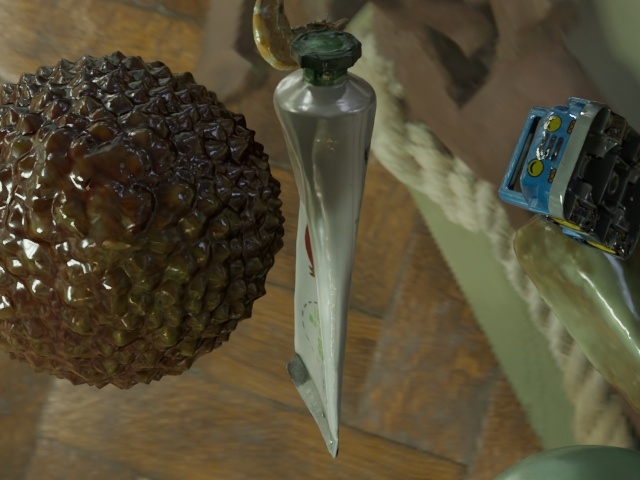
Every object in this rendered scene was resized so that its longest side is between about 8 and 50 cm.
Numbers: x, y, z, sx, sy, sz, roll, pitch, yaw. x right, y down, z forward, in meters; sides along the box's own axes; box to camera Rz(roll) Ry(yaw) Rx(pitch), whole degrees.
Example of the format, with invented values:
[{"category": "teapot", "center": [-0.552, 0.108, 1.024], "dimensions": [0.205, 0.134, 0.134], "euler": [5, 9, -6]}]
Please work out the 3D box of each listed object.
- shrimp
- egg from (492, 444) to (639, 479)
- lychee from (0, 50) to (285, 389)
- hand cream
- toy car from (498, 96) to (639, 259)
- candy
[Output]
[{"category": "shrimp", "center": [-0.023, -0.225, 1.767], "dimensions": [0.045, 0.162, 0.095], "euler": [-21, 94, 36]}, {"category": "egg", "center": [0.254, 0.279, 1.474], "dimensions": [0.283, 0.203, 0.203], "euler": [19, 89, -12]}, {"category": "lychee", "center": [-0.139, -0.017, 1.166], "dimensions": [0.236, 0.271, 0.236], "euler": [1, 82, -7]}, {"category": "hand cream", "center": [0.000, 0.000, 1.349], "dimensions": [0.076, 0.121, 0.336], "euler": [-6, 123, -13]}, {"category": "toy car", "center": [0.209, -0.054, 1.425], "dimensions": [0.100, 0.191, 0.097], "euler": [19, 87, 30]}, {"category": "candy", "center": [0.281, 0.057, 1.603], "dimensions": [0.104, 0.102, 0.234], "euler": [-34, 90, -29]}]
